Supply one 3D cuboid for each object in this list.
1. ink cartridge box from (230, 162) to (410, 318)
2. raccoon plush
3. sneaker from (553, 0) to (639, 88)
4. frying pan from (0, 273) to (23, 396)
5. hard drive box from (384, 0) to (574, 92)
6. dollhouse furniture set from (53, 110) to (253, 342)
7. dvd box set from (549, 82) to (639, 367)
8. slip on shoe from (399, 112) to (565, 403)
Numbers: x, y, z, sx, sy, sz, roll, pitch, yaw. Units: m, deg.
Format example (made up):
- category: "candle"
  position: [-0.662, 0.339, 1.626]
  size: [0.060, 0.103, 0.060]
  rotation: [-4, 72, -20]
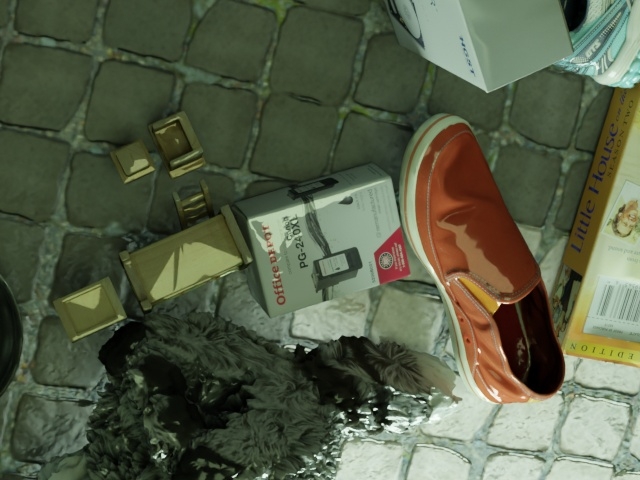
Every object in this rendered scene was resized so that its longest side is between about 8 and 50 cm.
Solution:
- category: "ink cartridge box"
  position: [0.000, 0.000, 1.520]
  size: [0.150, 0.063, 0.109]
  rotation: [-17, 111, -12]
- category: "raccoon plush"
  position: [-0.085, 0.255, 1.515]
  size: [0.446, 0.216, 0.299]
  rotation: [10, 126, -30]
- category: "sneaker"
  position: [0.282, -0.289, 1.495]
  size: [0.122, 0.110, 0.283]
  rotation: [7, 104, -16]
- category: "frying pan"
  position: [-0.432, 0.115, 1.431]
  size: [0.326, 0.053, 0.197]
  rotation: [-25, 111, -5]
- category: "hard drive box"
  position: [0.118, -0.251, 1.387]
  size: [0.089, 0.232, 0.181]
  rotation: [-24, 112, -9]
- category: "dollhouse furniture set"
  position: [-0.181, -0.012, 1.466]
  size: [0.182, 0.101, 0.161]
  rotation: [-24, 88, -8]
- category: "dvd box set"
  position: [0.430, -0.060, 1.636]
  size: [0.307, 0.062, 0.420]
  rotation: [10, 103, -20]
- category: "slip on shoe"
  position: [0.167, 0.023, 1.540]
  size: [0.123, 0.101, 0.331]
  rotation: [-38, 120, -34]
